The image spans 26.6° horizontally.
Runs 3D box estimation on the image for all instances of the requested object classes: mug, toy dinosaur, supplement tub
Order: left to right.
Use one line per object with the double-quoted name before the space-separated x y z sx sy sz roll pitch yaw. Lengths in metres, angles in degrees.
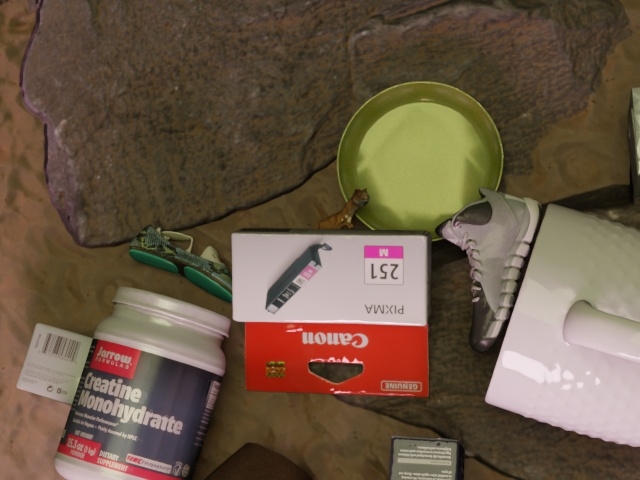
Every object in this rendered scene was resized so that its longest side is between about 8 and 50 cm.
"supplement tub" -0.242 0.217 1.872 0.191 0.191 0.272 14 81 13
"toy dinosaur" 0.000 0.000 1.953 0.211 0.064 0.112 -30 69 22
"mug" 0.401 0.127 1.686 0.328 0.374 0.276 18 90 9

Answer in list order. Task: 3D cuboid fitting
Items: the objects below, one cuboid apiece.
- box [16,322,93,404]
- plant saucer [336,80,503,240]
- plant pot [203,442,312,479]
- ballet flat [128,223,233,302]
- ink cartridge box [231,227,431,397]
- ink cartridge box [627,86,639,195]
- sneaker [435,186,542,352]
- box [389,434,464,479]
"box" -0.367 0.184 1.956 0.101 0.087 0.102 15 81 13
"plant saucer" 0.145 -0.111 1.957 0.240 0.037 0.241 -2 78 10
"plant pot" -0.111 0.397 1.817 0.215 0.215 0.230 25 70 14
"ballet flat" -0.189 0.027 1.975 0.188 0.070 0.070 25 83 11
"ink cartridge box" 0.015 0.104 1.879 0.275 0.060 0.239 1 98 11
"ink cartridge box" 0.513 -0.139 1.850 0.176 0.128 0.127 -3 77 11
"sneaker" 0.211 0.032 1.874 0.132 0.086 0.229 20 79 -3
"box" 0.141 0.345 1.793 0.093 0.156 0.158 2 78 10
